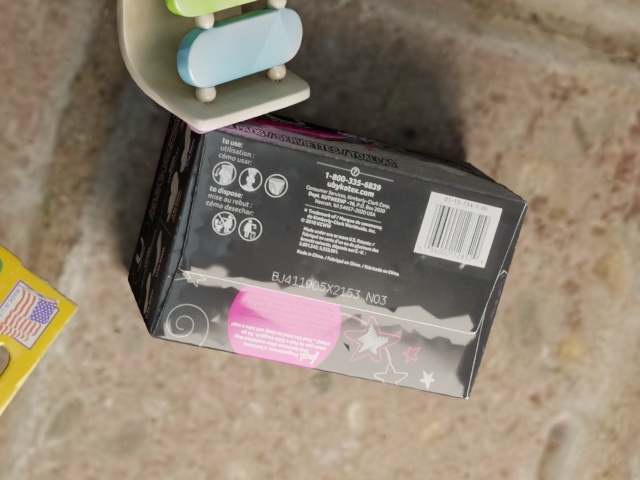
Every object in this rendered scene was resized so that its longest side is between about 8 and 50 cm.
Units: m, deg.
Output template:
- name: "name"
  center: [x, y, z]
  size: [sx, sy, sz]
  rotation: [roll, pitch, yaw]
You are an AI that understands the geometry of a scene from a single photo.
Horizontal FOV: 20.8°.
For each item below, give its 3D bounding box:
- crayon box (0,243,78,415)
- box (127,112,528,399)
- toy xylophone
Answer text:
- name: "crayon box"
  center: [-0.360, 0.030, 1.212]
  size: [0.323, 0.083, 0.203]
  rotation: [39, 76, -19]
- name: "box"
  center: [0.000, 0.000, 1.286]
  size: [0.247, 0.142, 0.163]
  rotation: [12, 101, -17]
- name: "toy xylophone"
  center: [-0.048, -0.245, 1.161]
  size: [0.236, 0.081, 0.322]
  rotation: [-32, 129, -40]
